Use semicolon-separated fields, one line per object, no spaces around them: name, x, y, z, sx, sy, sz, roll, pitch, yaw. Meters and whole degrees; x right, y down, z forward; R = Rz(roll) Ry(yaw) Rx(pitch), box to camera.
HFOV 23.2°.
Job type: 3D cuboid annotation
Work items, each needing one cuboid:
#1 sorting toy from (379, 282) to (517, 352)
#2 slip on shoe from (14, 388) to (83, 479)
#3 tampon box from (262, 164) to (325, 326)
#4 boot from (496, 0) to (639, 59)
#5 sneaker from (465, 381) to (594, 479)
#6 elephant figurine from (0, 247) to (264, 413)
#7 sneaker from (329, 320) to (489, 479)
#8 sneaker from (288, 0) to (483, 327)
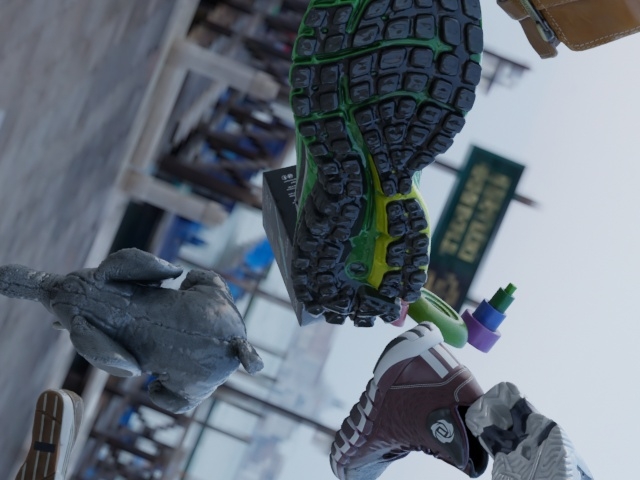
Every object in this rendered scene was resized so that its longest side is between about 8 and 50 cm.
sorting toy;0.169;0.060;2.150;0.126;0.127;0.365;-53;142;11
slip on shoe;-0.257;0.208;1.480;0.041;0.051;0.135;16;82;-62
tampon box;0.000;0.000;1.900;0.120;0.101;0.161;95;-22;-56
boot;0.163;-0.233;1.063;0.109;0.220;0.283;-36;-170;-22
sneaker;0.239;0.254;1.598;0.094;0.153;0.235;-43;-158;0
elephant figurine;-0.210;0.083;1.656;0.186;0.239;0.169;-45;-146;32
sneaker;0.113;0.235;1.788;0.106;0.162;0.281;-30;153;-36
sneaker;0.030;-0.103;1.169;0.146;0.134;0.343;-97;-166;-48
